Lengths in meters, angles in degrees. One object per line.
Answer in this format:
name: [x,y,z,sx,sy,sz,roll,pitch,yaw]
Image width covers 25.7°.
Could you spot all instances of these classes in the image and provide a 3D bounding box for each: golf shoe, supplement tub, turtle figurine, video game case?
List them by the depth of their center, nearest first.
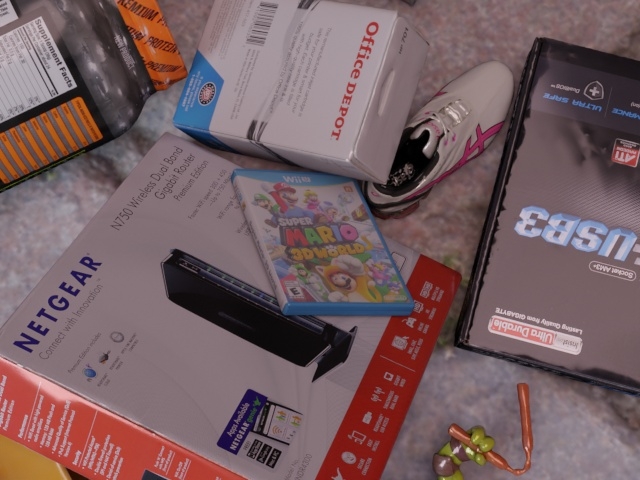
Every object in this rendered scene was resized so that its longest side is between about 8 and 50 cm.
video game case: [0.000,0.000,1.197,0.119,0.015,0.166,1,43,-25]
supplement tub: [-0.301,-0.144,1.217,0.338,0.207,0.207,-26,83,-5]
turtle figurine: [0.076,0.239,1.220,0.217,0.087,0.269,11,97,-21]
golf shoe: [0.113,-0.094,1.275,0.067,0.086,0.186,42,82,6]

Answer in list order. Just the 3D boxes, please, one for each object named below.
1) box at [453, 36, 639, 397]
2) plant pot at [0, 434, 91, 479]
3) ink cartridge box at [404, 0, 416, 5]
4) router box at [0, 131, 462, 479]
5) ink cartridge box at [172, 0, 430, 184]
box: [0.298,-0.007,1.273,0.296,0.073,0.293,16,81,2]
plant pot: [-0.253,0.218,1.182,0.188,0.205,0.205,-29,83,11]
ink cartridge box: [0.043,-0.325,1.284,0.176,0.127,0.128,29,83,3]
router box: [-0.069,0.083,1.145,0.301,0.082,0.335,26,38,3]
ink cartridge box: [-0.017,-0.139,1.244,0.191,0.082,0.139,14,81,28]
